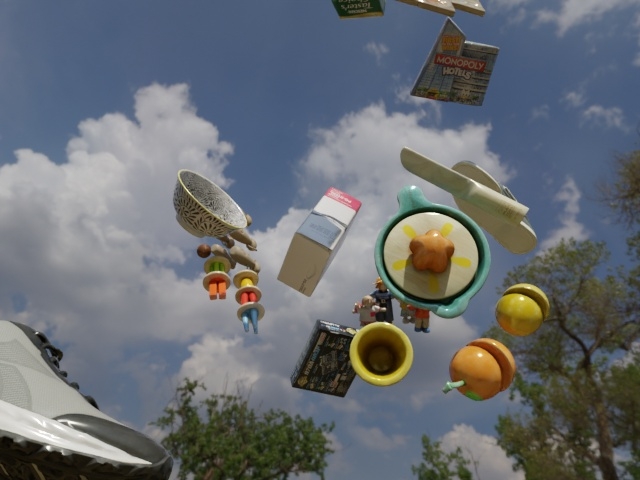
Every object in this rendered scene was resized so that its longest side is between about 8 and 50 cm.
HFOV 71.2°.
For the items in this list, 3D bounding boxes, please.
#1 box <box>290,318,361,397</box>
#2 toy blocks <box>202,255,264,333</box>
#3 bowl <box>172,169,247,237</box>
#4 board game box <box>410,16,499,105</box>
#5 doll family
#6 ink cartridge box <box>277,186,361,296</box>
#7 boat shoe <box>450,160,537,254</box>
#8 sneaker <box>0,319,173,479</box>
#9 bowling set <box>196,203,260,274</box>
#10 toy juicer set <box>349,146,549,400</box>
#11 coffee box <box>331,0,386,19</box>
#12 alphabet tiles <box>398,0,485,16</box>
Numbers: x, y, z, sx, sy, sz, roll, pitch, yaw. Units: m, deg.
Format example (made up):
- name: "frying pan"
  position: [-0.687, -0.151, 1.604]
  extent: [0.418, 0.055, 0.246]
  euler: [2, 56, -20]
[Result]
- name: "box"
  position: [0.031, 0.353, 1.323]
  extent: [0.175, 0.051, 0.220]
  euler: [17, -71, -18]
- name: "toy blocks"
  position: [-0.164, 0.106, 0.847]
  extent: [0.123, 0.148, 0.054]
  euler: [30, -68, -30]
- name: "bowl"
  position: [-0.240, -0.058, 0.911]
  extent: [0.170, 0.170, 0.080]
  euler: [35, -75, -34]
- name: "board game box"
  position: [0.346, -0.454, 1.136]
  extent: [0.194, 0.060, 0.194]
  euler: [12, -60, 5]
- name: "doll family"
  position: [0.228, 0.193, 1.397]
  extent: [0.263, 0.118, 0.163]
  euler: [-4, -64, 2]
- name: "ink cartridge box"
  position: [0.000, 0.000, 1.133]
  extent: [0.100, 0.237, 0.171]
  euler: [28, -51, 5]
- name: "boat shoe"
  position: [0.458, -0.098, 1.199]
  extent: [0.319, 0.099, 0.116]
  euler: [44, -54, -12]
- name: "sneaker"
  position: [-0.233, 0.118, 0.347]
  extent: [0.272, 0.108, 0.100]
  euler: [19, -53, 10]
- name: "bowling set"
  position: [-0.345, 0.018, 1.677]
  extent: [0.200, 0.286, 0.154]
  euler: [-23, -40, 18]
- name: "toy juicer set"
  position: [0.169, 0.026, 0.533]
  extent: [0.210, 0.328, 0.089]
  euler: [12, -20, 12]
- name: "coffee box"
  position: [0.070, -0.554, 0.973]
  extent: [0.113, 0.040, 0.184]
  euler: [6, -5, 19]
- name: "alphabet tiles"
  position: [0.100, -0.448, 0.747]
  extent: [0.343, 0.285, 0.011]
  euler: [13, -49, -5]
